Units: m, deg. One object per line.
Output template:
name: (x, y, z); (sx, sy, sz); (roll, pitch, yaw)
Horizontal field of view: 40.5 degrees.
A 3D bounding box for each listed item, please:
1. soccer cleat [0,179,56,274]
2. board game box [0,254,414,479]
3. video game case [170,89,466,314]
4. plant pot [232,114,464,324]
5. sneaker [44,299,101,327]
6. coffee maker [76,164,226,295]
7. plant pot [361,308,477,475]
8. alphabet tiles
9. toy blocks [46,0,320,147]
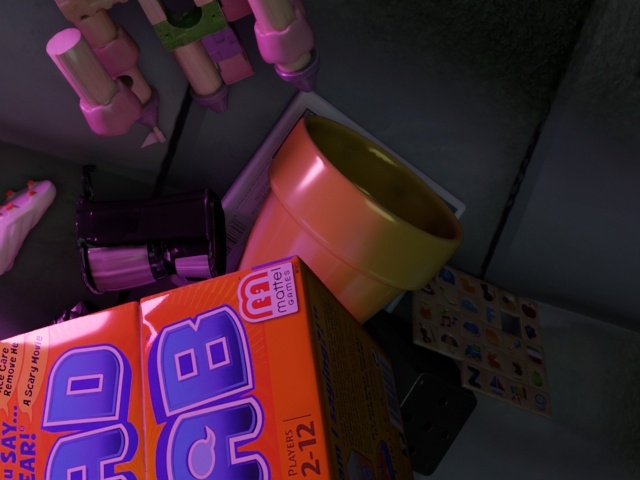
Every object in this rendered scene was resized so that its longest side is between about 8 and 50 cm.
soccer cleat: (-0.418, -0.004, 1.144); (0.196, 0.068, 0.076); (-39, 122, 1)
board game box: (-0.103, 0.283, 0.947); (0.356, 0.357, 0.356); (-16, 151, 13)
video game case: (0.000, 0.000, 1.241); (0.300, 0.036, 0.329); (34, 94, -17)
plant pot: (0.012, 0.008, 1.111); (0.254, 0.254, 0.239); (32, 110, -17)
sneaker: (-0.354, 0.151, 1.175); (0.275, 0.097, 0.135); (-5, 88, 0)
coffee maker: (-0.219, -0.020, 1.130); (0.178, 0.120, 0.171); (-7, 103, 3)
plant pot: (0.101, 0.219, 1.212); (0.187, 0.167, 0.188); (32, 93, -36)
alphabet tiles: (0.229, 0.134, 1.241); (0.237, 0.198, 0.009); (22, 137, -21)
toy blocks: (-0.154, -0.266, 1.080); (0.288, 0.309, 0.260); (-21, 140, 6)
